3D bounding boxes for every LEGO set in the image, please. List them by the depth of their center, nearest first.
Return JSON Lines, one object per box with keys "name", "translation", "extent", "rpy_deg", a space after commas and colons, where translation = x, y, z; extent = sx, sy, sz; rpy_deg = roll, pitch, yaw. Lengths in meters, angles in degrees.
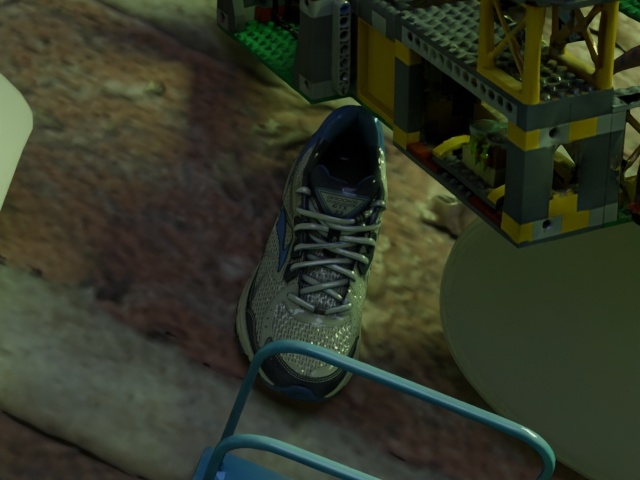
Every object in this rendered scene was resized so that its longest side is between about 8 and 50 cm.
{"name": "LEGO set", "translation": [0.094, -0.149, 0.704], "extent": [0.254, 0.192, 0.331], "rpy_deg": [-9, 30, -16]}

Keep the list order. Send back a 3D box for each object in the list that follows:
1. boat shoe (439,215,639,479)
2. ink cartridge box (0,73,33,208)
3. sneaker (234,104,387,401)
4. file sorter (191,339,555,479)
{"name": "boat shoe", "translation": [0.224, 0.043, 0.730], "extent": [0.340, 0.127, 0.158], "rpy_deg": [16, 20, 11]}
{"name": "ink cartridge box", "translation": [-0.277, -0.062, 0.581], "extent": [0.353, 0.119, 0.207], "rpy_deg": [42, 43, -31]}
{"name": "sneaker", "translation": [0.000, 0.000, 0.715], "extent": [0.052, 0.058, 0.135], "rpy_deg": [13, 52, -7]}
{"name": "file sorter", "translation": [-0.003, 0.135, 0.582], "extent": [0.118, 0.104, 0.170], "rpy_deg": [21, 51, 0]}
